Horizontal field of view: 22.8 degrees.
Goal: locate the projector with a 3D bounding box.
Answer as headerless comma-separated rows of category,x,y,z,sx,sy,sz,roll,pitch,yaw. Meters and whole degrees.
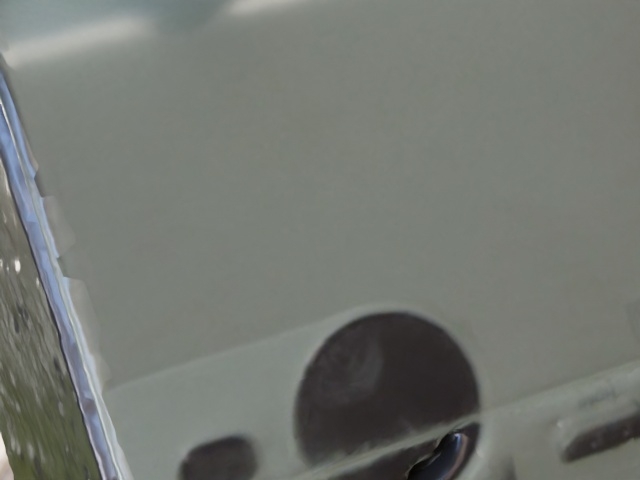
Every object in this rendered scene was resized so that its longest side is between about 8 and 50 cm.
projector,0.000,0.000,0.589,0.249,0.248,0.248,-17,5,-19
